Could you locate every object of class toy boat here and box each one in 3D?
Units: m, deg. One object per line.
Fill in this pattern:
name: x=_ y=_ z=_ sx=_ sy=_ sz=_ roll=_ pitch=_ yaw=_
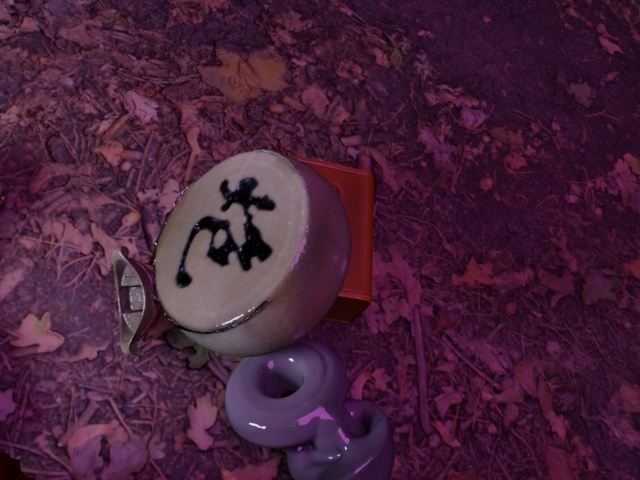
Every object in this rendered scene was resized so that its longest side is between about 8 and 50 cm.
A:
toy boat: x=-0.318 y=0.101 z=1.124 sx=0.071 sy=0.089 sz=0.185 roll=-1 pitch=83 yaw=-58

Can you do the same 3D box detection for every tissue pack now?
tissue pack: x=0.000 y=0.000 z=1.257 sx=0.194 sy=0.145 sz=0.275 roll=11 pitch=64 yaw=-17

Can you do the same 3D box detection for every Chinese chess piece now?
Chinese chess piece: x=-0.119 y=0.018 z=1.093 sx=0.146 sy=0.349 sz=0.349 roll=36 pitch=49 yaw=-49

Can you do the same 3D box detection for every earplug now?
earplug: x=-0.015 y=0.304 z=1.104 sx=0.325 sy=0.175 sz=0.214 roll=43 pitch=64 yaw=14

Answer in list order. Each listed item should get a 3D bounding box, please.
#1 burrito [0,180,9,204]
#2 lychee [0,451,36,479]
burrito: x=-0.678 y=-0.011 z=1.048 sx=0.175 sy=0.107 sz=0.348 roll=29 pitch=57 yaw=11
lychee: x=-0.514 y=0.411 z=0.732 sx=0.424 sy=0.424 sz=0.500 roll=-34 pitch=107 yaw=-29
